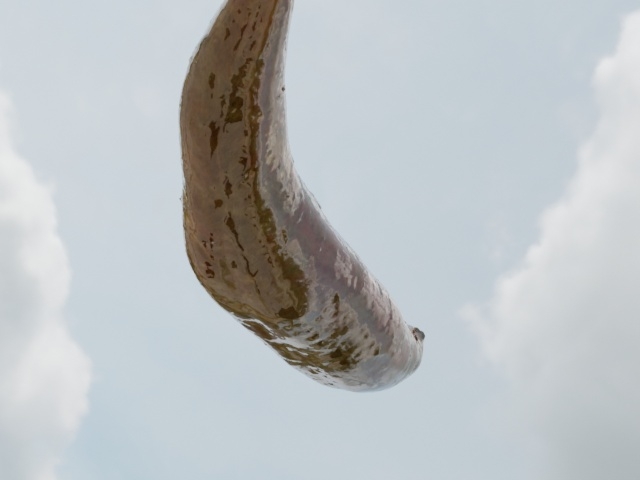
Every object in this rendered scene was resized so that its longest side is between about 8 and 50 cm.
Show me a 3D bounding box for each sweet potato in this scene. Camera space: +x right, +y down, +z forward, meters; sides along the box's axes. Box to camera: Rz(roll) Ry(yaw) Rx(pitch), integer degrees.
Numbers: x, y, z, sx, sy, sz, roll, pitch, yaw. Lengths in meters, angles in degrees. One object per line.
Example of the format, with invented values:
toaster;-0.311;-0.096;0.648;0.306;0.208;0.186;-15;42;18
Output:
sweet potato;-0.010;0.004;0.477;0.058;0.078;0.255;57;-5;40
